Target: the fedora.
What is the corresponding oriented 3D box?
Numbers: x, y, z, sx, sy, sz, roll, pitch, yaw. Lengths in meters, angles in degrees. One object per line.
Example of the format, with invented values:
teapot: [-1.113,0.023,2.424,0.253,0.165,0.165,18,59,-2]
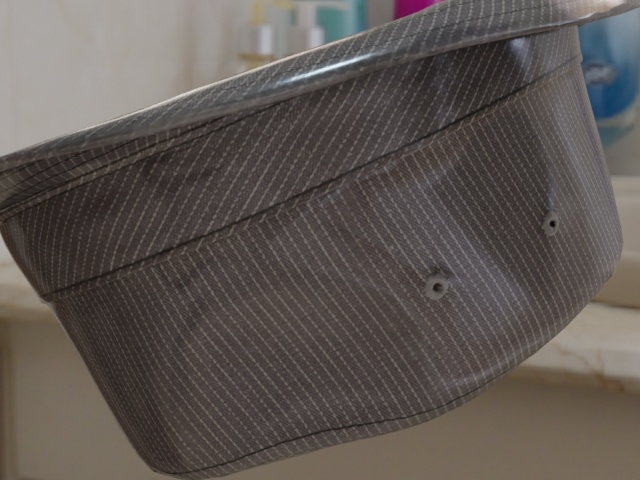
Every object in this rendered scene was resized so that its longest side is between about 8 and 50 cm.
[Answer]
fedora: [0.000,0.000,0.464,0.275,0.124,0.244,-25,5,-33]
